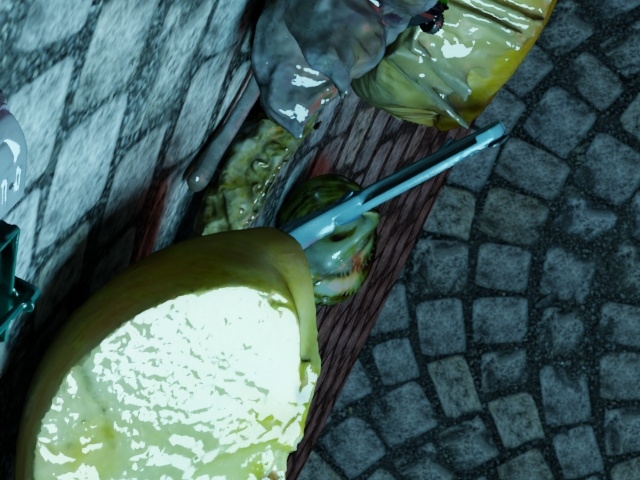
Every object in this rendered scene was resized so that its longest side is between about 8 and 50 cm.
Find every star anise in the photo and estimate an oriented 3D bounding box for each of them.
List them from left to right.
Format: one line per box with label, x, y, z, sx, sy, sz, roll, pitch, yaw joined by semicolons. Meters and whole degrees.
star anise;0.006;-0.213;1.499;0.359;0.139;0.316;-57;-170;-15

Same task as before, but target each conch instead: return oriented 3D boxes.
conch;-0.002;-0.001;2.093;0.187;0.124;0.181;1;127;-54

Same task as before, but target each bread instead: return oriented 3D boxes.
bread;0.149;-0.241;1.835;0.388;0.183;0.236;-153;-100;-81

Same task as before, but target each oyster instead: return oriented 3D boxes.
oyster;-0.085;-0.048;1.677;0.345;0.078;0.128;-63;-168;-13

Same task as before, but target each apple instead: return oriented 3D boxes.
apple;-0.125;0.143;1.432;0.314;0.252;0.309;-34;133;-65

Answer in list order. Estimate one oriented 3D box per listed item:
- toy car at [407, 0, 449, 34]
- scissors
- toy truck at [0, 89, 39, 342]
toy car;0.051;-0.232;1.645;0.071;0.165;0.062;11;80;-41
scissors;0.019;-0.029;1.742;0.393;0.032;0.180;-28;-172;17
toy truck;-0.218;0.003;0.920;0.110;0.116;0.216;-54;167;-43
